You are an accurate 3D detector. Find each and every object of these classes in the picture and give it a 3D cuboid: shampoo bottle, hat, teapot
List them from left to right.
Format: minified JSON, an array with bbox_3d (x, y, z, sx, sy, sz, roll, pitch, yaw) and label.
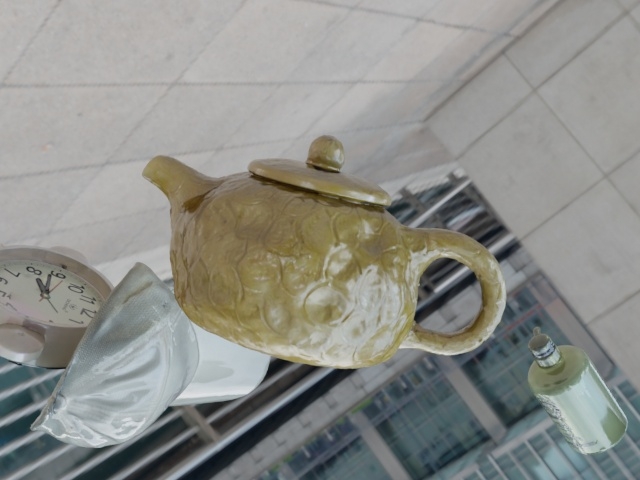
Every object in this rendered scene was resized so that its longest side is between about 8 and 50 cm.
[{"bbox_3d":[-0.162,0.151,0.826,0.219,0.226,0.164,-57,-156,26],"label":"hat"},{"bbox_3d":[0.000,0.000,0.644,0.203,0.311,0.167,-36,141,-81],"label":"teapot"},{"bbox_3d":[0.297,0.176,0.954,0.079,0.162,0.079,-32,-160,13],"label":"shampoo bottle"}]

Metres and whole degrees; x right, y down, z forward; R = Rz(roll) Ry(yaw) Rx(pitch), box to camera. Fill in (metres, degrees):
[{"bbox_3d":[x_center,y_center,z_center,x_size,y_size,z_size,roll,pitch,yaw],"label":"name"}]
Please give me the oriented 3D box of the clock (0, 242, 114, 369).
[{"bbox_3d":[-0.297,0.069,0.842,0.229,0.156,0.063,-99,-148,-67],"label":"clock"}]
